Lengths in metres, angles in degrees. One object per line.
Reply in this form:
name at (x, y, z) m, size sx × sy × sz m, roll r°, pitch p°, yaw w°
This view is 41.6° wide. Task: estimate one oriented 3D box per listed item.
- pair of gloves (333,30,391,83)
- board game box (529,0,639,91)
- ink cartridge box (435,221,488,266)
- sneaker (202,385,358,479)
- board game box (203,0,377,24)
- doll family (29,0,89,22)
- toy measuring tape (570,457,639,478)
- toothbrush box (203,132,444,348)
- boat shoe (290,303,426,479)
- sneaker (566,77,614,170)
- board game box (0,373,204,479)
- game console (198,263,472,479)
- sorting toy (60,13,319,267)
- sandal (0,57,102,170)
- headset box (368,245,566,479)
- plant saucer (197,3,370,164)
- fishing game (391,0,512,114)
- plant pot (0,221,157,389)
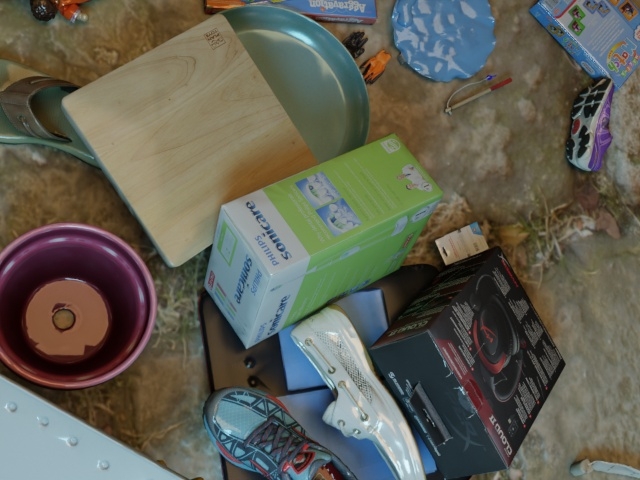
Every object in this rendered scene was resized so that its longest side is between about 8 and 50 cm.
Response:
pair of gloves at (0.068, -0.297, 1.371) m, size 0.083 × 0.010 × 0.074 m, roll 40°, pitch 71°, yaw -4°
board game box at (0.499, -0.391, 1.520) m, size 0.211 × 0.039 × 0.160 m, roll 45°, pitch 69°, yaw -4°
ink cartridge box at (0.220, 0.009, 1.344) m, size 0.083 × 0.028 × 0.048 m, roll -22°, pitch 86°, yaw -22°
sneaker at (-0.033, 0.274, 1.091) m, size 0.262 × 0.125 × 0.104 m, roll 39°, pitch 67°, yaw -5°
board game box at (-0.049, -0.424, 1.351) m, size 0.281 × 0.027 × 0.145 m, roll -1°, pitch 77°, yaw -19°
doll family at (-0.403, -0.433, 1.186) m, size 0.163 × 0.118 × 0.263 m, roll -33°, pitch 90°, yaw -22°
toy measuring tape at (0.554, 0.426, 1.325) m, size 0.330 × 0.121 × 0.121 m, roll 12°, pitch 74°, yaw -7°
toothbrush box at (0.000, 0.000, 1.151) m, size 0.283 × 0.206 × 0.122 m, roll -27°, pitch 68°, yaw -27°
boat shoe at (0.046, 0.226, 1.150) m, size 0.096 × 0.098 × 0.277 m, roll -26°, pitch 71°, yaw -14°
sneaker at (0.478, -0.200, 1.468) m, size 0.071 × 0.068 × 0.170 m, roll 22°, pitch 80°, yaw -29°
board game box at (-0.376, 0.346, 0.941) m, size 0.390 × 0.050 × 0.390 m, roll 28°, pitch 96°, yaw 4°
game console at (0.032, 0.216, 1.221) m, size 0.387 × 0.060 × 0.342 m, roll -6°, pitch 80°, yaw -20°
sorting toy at (-0.179, -0.132, 1.155) m, size 0.257 × 0.089 × 0.255 m, roll -36°, pitch 98°, yaw -24°
sandal at (-0.368, -0.181, 1.159) m, size 0.303 × 0.086 × 0.120 m, roll 15°, pitch 74°, yaw -15°
headset box at (0.209, 0.172, 1.185) m, size 0.218 × 0.110 × 0.293 m, roll 59°, pitch 40°, yaw -7°
plant saucer at (-0.078, -0.204, 1.285) m, size 0.318 × 0.044 × 0.317 m, roll 4°, pitch 78°, yaw -18°
fishing game at (0.205, -0.352, 1.415) m, size 0.189 × 0.041 × 0.264 m, roll -28°, pitch 93°, yaw -14°
plant pot at (-0.317, 0.091, 1.066) m, size 0.201 × 0.180 × 0.201 m, roll 4°, pitch 77°, yaw -17°
